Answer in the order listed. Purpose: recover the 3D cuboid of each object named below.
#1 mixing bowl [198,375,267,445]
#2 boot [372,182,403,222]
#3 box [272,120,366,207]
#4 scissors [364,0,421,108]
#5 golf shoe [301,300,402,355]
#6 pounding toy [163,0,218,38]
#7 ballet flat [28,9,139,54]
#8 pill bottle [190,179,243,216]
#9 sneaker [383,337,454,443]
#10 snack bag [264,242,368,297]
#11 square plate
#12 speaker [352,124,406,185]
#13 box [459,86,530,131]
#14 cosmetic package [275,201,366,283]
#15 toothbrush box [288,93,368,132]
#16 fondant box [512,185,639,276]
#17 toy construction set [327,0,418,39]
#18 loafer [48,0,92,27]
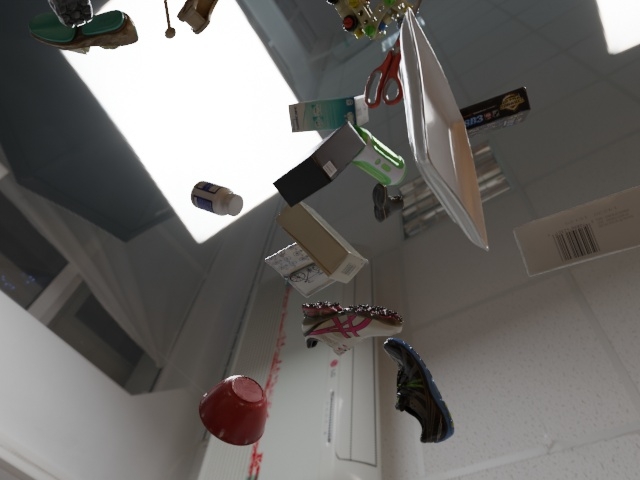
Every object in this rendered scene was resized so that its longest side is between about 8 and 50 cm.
[{"bbox_3d":[-0.203,0.409,1.193,0.098,0.181,0.181,-61,-161,18],"label":"mixing bowl"},{"bbox_3d":[0.293,-0.182,1.994,0.136,0.198,0.077,-27,-127,-18],"label":"boot"},{"bbox_3d":[-0.001,-0.232,1.435,0.184,0.103,0.261,-31,-167,42],"label":"box"},{"bbox_3d":[0.182,-0.480,1.189,0.108,0.021,0.298,17,-82,36],"label":"scissors"},{"bbox_3d":[0.051,0.146,0.777,0.186,0.086,0.067,-3,176,36],"label":"golf shoe"},{"bbox_3d":[-0.463,-0.840,1.678,0.154,0.154,0.270,21,-100,52],"label":"pounding toy"},{"bbox_3d":[-0.704,-0.624,1.436,0.341,0.124,0.116,0,-104,12],"label":"ballet flat"},{"bbox_3d":[-0.385,-0.153,1.773,0.186,0.112,0.112,19,-124,29],"label":"pill bottle"},{"bbox_3d":[0.154,0.250,0.802,0.078,0.067,0.188,-24,-117,-4],"label":"sneaker"},{"bbox_3d":[-0.022,0.087,1.979,0.322,0.037,0.342,-27,-143,-21],"label":"snack bag"},{"bbox_3d":[0.228,-0.191,0.888,0.049,0.347,0.345,-16,-122,27],"label":"square plate"},{"bbox_3d":[0.187,-0.295,1.680,0.131,0.296,0.131,-16,-115,36],"label":"speaker"},{"bbox_3d":[0.453,-0.350,1.402,0.293,0.074,0.295,-17,-178,22],"label":"box"},{"bbox_3d":[0.000,0.000,1.653,0.113,0.160,0.309,-50,-120,8],"label":"cosmetic package"},{"bbox_3d":[0.038,-0.546,2.035,0.295,0.126,0.216,-1,-161,21],"label":"toothbrush box"},{"bbox_3d":[0.533,-0.020,0.903,0.238,0.096,0.330,-22,170,33],"label":"fondant box"},{"bbox_3d":[0.147,-0.761,1.460,0.215,0.328,0.151,-31,167,33],"label":"toy construction set"},{"bbox_3d":[-0.391,-0.408,0.703,0.076,0.078,0.223,-32,-176,-22],"label":"loafer"}]
